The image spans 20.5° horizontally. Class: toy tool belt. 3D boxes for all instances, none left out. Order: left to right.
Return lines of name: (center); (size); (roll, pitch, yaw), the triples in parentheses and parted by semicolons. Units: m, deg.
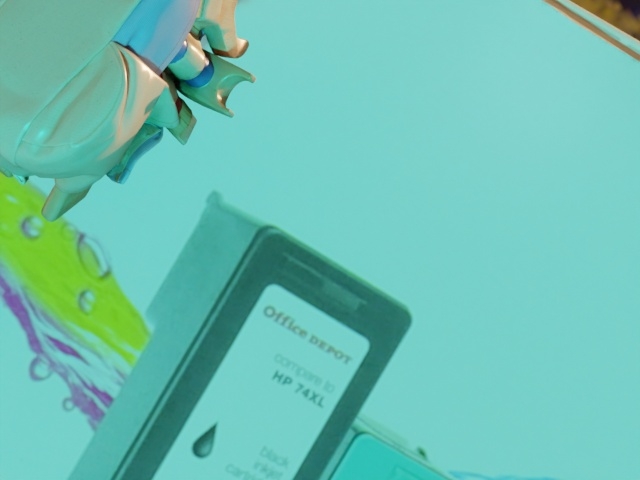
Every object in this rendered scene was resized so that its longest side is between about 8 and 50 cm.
toy tool belt: (-0.037, -0.044, 0.355); (0.083, 0.052, 0.051); (-54, 160, -8)

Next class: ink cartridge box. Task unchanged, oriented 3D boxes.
ink cartridge box: (-0.022, 0.054, 0.510); (0.270, 0.197, 0.198); (-60, -172, -4)
